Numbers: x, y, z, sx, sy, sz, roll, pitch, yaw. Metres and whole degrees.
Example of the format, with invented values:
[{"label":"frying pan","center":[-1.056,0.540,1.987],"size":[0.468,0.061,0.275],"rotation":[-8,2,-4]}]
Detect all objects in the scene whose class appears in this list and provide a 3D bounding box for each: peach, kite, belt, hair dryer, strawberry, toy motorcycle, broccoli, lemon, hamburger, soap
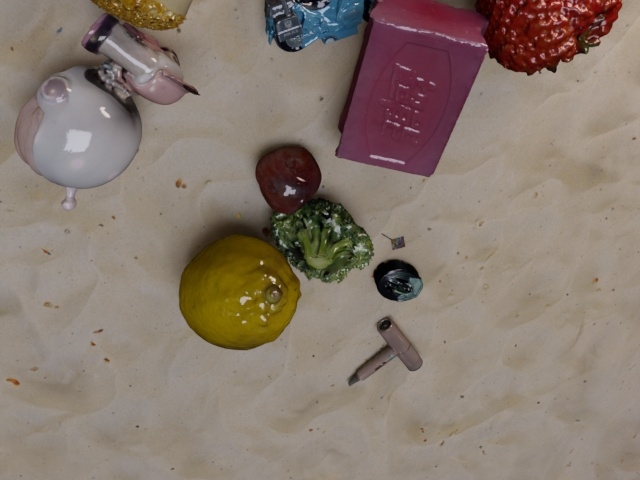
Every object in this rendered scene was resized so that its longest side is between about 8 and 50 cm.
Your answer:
[{"label":"peach","center":[-0.069,-0.127,1.584],"size":[0.152,0.152,0.152],"rotation":[-6,124,-9]},{"label":"kite","center":[0.192,-0.003,1.815],"size":[0.044,0.002,0.078],"rotation":[-32,125,9]},{"label":"belt","center":[0.205,0.109,1.859],"size":[0.140,0.058,0.105],"rotation":[18,120,-24]},{"label":"hair dryer","center":[0.152,0.332,2.008],"size":[0.221,0.053,0.195],"rotation":[-27,124,13]},{"label":"strawberry","center":[0.437,-0.526,1.386],"size":[0.312,0.267,0.351],"rotation":[-34,117,-17]},{"label":"toy motorcycle","center":[0.012,-0.476,1.389],"size":[0.272,0.123,0.182],"rotation":[-20,136,-1]},{"label":"broccoli","center":[-0.001,-0.002,1.667],"size":[0.226,0.176,0.198],"rotation":[18,121,-40]},{"label":"lemon","center":[-0.185,0.117,1.622],"size":[0.286,0.285,0.316],"rotation":[14,138,-22]},{"label":"hamburger","center":[-0.346,-0.480,1.209],"size":[0.294,0.276,0.179],"rotation":[39,100,-17]},{"label":"soap","center":[0.175,-0.311,1.452],"size":[0.233,0.128,0.359],"rotation":[12,140,-3]}]

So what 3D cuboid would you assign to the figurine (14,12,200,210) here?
[{"label":"figurine","center":[-0.426,-0.248,1.353],"size":[0.361,0.211,0.253],"rotation":[-38,149,14]}]
